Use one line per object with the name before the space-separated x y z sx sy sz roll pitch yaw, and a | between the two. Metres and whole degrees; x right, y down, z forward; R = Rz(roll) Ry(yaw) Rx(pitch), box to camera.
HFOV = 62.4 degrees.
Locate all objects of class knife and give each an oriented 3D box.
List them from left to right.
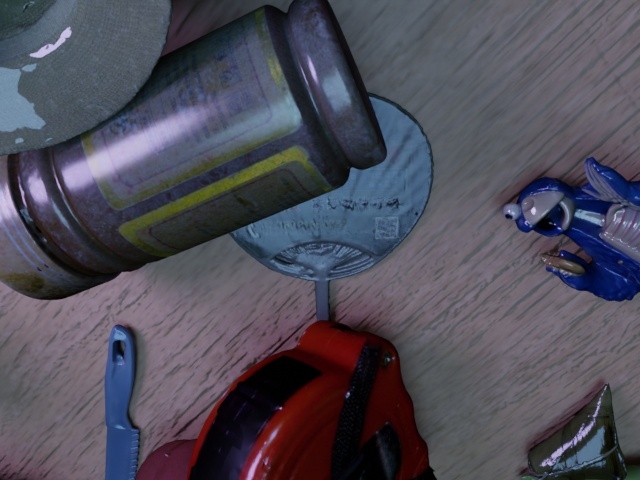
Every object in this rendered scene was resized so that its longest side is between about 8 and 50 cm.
knife | -0.245 0.237 0.651 0.045 0.019 0.313 10 113 -5

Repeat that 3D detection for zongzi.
zongzi | 0.290 0.224 0.616 0.104 0.052 0.113 -11 98 12

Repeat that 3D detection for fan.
fan | 0.023 -0.023 0.544 0.223 0.012 0.294 -29 108 11

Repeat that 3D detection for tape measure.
tape measure | 0.000 0.229 0.522 0.114 0.260 0.253 8 124 47

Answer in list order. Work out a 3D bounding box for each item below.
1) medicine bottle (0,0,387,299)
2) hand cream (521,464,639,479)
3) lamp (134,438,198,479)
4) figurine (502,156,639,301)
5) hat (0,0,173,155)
medicine bottle | -0.118 -0.071 0.444 0.322 0.151 0.151 -21 109 12
hand cream | 0.343 0.313 0.649 0.175 0.046 0.095 -12 112 13
lamp | -0.130 0.305 0.615 0.182 0.140 0.182 9 123 15
figurine | 0.309 -0.010 0.491 0.262 0.120 0.164 23 149 1
hat | -0.219 -0.177 0.290 0.257 0.130 0.257 -16 153 -8
